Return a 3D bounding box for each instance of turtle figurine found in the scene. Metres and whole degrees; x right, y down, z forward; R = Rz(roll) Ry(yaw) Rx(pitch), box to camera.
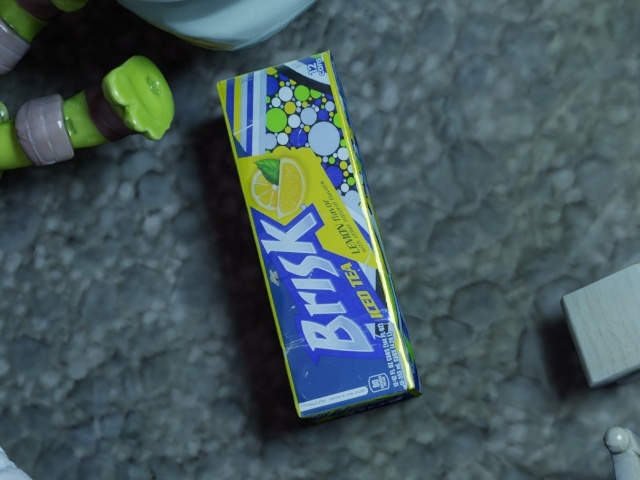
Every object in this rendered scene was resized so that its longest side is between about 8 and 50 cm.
[{"bbox_3d":[-0.179,-0.038,0.801,0.217,0.087,0.269,-28,80,20],"label":"turtle figurine"}]

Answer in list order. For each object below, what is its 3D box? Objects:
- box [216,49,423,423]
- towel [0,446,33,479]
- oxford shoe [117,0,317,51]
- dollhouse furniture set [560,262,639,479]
[{"bbox_3d":[0.000,0.000,0.786,0.059,0.054,0.169,-15,79,6],"label":"box"},{"bbox_3d":[-0.228,0.197,0.625,0.317,0.053,0.332,-56,40,-4],"label":"towel"},{"bbox_3d":[0.050,-0.255,0.790,0.169,0.130,0.449,41,74,18],"label":"oxford shoe"},{"bbox_3d":[0.256,0.096,0.589,0.303,0.174,0.355,-27,60,18],"label":"dollhouse furniture set"}]
